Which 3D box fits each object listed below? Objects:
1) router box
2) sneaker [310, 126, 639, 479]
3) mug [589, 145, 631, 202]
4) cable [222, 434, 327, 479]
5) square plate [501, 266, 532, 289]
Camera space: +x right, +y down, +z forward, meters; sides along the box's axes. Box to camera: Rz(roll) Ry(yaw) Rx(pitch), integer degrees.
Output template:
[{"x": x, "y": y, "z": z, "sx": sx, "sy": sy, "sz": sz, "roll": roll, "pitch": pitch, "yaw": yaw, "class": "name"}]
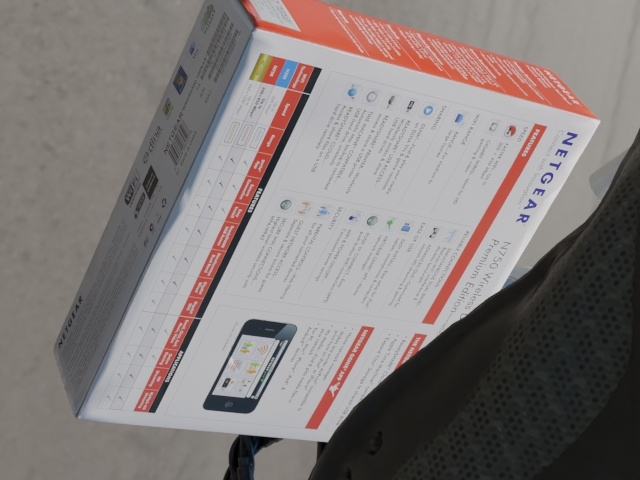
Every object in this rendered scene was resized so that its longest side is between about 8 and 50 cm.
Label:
[{"x": 0.000, "y": 0.000, "z": 1.016, "sx": 0.301, "sy": 0.082, "sz": 0.335, "roll": 11, "pitch": 120, "yaw": -32, "class": "router box"}, {"x": 0.083, "y": 0.143, "z": 0.388, "sx": 0.185, "sy": 0.202, "sz": 0.483, "roll": 29, "pitch": 88, "yaw": -40, "class": "sneaker"}, {"x": 0.330, "y": -0.063, "z": 1.412, "sx": 0.064, "sy": 0.078, "sz": 0.062, "roll": -48, "pitch": -159, "yaw": 33, "class": "mug"}, {"x": -0.040, "y": 0.220, "z": 1.219, "sx": 0.047, "sy": 0.150, "sz": 0.184, "roll": 24, "pitch": 97, "yaw": -43, "class": "cable"}, {"x": 0.385, "y": 0.139, "z": 1.404, "sx": 0.347, "sy": 0.344, "sz": 0.049, "roll": 43, "pitch": 74, "yaw": -45, "class": "square plate"}]
